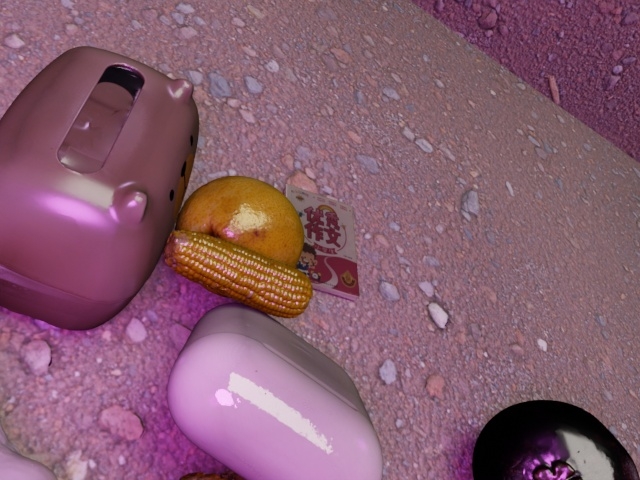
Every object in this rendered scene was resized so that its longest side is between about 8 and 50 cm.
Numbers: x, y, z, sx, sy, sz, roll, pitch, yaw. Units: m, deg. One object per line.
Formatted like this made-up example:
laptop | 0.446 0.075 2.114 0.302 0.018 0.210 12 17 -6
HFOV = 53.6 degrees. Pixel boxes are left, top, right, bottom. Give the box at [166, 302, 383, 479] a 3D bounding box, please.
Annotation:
box | -0.060 0.213 0.856 0.288 0.141 0.349 37 1 -7

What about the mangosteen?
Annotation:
mangosteen | 0.401 0.412 1.093 0.275 0.275 0.302 64 11 21

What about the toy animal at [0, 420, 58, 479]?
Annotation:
toy animal | -0.405 0.197 0.639 0.194 0.258 0.357 -42 77 -14

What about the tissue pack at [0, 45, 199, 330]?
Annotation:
tissue pack | -0.328 -0.092 0.903 0.267 0.277 0.387 24 45 -16

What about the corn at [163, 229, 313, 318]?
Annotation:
corn | -0.114 0.050 0.901 0.231 0.080 0.080 23 46 -31

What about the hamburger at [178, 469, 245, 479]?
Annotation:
hamburger | -0.105 0.360 0.777 0.131 0.185 0.159 17 81 -43

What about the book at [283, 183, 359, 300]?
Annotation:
book | 0.000 0.000 1.259 0.162 0.022 0.232 19 48 -25

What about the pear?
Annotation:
pear | -0.134 -0.009 1.022 0.209 0.209 0.209 20 47 -23
